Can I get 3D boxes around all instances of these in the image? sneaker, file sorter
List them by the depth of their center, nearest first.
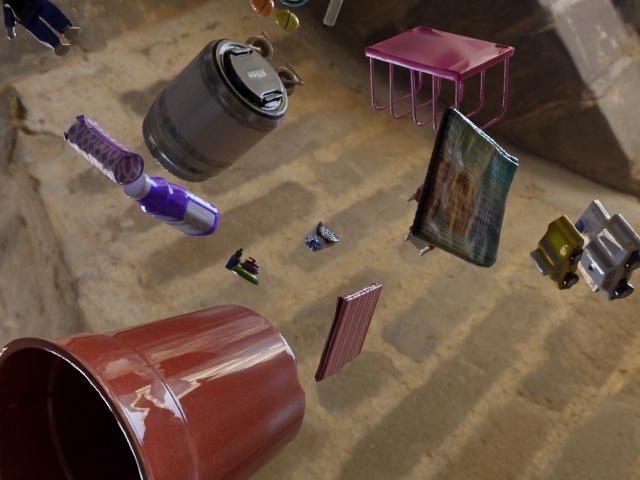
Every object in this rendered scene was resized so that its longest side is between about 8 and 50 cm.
[{"bbox_3d":[0.286,-0.386,1.652,0.202,0.182,0.291,-31,-139,-30],"label":"file sorter"},{"bbox_3d":[0.000,0.000,1.946,0.081,0.080,0.211,-47,-179,2],"label":"sneaker"}]

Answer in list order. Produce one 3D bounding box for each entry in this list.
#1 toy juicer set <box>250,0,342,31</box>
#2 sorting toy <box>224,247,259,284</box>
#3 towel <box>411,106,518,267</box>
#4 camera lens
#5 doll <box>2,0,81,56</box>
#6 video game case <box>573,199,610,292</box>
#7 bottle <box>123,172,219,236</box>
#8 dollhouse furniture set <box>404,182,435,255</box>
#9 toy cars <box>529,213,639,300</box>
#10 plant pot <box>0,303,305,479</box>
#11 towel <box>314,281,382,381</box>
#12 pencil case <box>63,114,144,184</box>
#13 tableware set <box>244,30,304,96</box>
[{"bbox_3d":[-0.067,-0.639,1.744,0.329,0.209,0.089,17,-146,26],"label":"toy juicer set"},{"bbox_3d":[-0.123,0.042,1.125,0.042,0.061,0.102,-60,-173,-6],"label":"sorting toy"},{"bbox_3d":[0.319,-0.097,1.431,0.040,0.271,0.370,12,176,36],"label":"towel"},{"bbox_3d":[-0.224,-0.277,1.449,0.274,0.219,0.219,-34,-171,33],"label":"camera lens"},{"bbox_3d":[-0.533,-0.419,1.230,0.129,0.189,0.046,-49,176,19],"label":"doll"},{"bbox_3d":[0.620,0.013,1.517,0.019,0.157,0.143,-3,140,-19],"label":"video game case"},{"bbox_3d":[-0.370,-0.090,1.675,0.118,0.092,0.283,2,164,27],"label":"bottle"},{"bbox_3d":[0.396,-0.072,2.151,0.259,0.262,0.135,-41,171,-30],"label":"dollhouse furniture set"},{"bbox_3d":[0.520,0.041,1.370,0.087,0.176,0.394,-20,-177,-5],"label":"toy cars"},{"bbox_3d":[-0.174,0.200,0.750,0.272,0.272,0.265,-22,177,37],"label":"plant pot"},{"bbox_3d":[0.065,0.199,1.525,0.031,0.198,0.275,20,-170,19],"label":"towel"},{"bbox_3d":[-0.489,-0.207,1.534,0.086,0.206,0.088,-27,143,-46],"label":"pencil case"},{"bbox_3d":[-0.135,-0.491,1.889,0.128,0.194,0.039,-48,-163,-30],"label":"tableware set"}]
